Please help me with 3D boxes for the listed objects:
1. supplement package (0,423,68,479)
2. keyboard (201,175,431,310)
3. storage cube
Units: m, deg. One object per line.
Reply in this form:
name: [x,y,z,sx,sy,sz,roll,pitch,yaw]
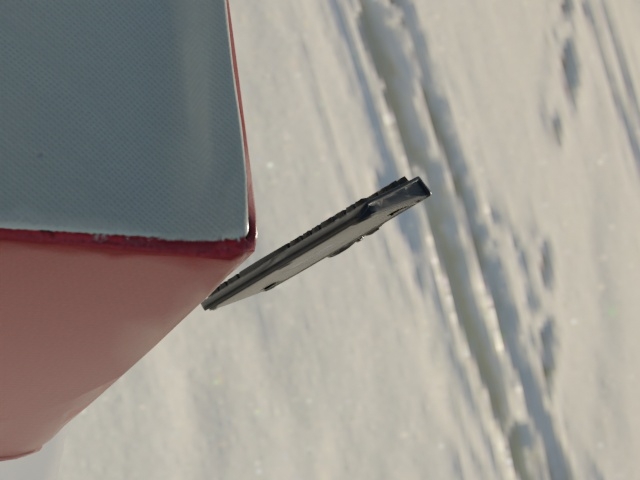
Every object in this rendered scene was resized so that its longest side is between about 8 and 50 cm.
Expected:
supplement package: [-0.265,0.124,0.760,0.293,0.175,0.177,63,33,-65]
keyboard: [0.000,0.000,1.119,0.108,0.180,0.023,-18,81,-49]
storage cube: [-0.142,-0.049,0.429,0.184,0.193,0.215,2,68,-26]
